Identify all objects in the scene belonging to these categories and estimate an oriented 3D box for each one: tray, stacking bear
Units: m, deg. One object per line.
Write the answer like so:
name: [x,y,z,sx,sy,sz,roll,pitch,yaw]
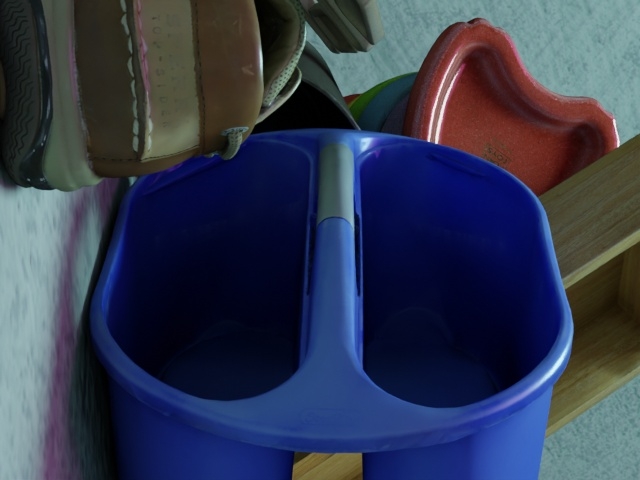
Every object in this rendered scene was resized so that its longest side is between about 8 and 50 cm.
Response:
tray: [0.086,0.101,1.095,0.076,0.411,0.203,48,-22,32]
stacking bear: [0.071,-0.063,1.250,0.164,0.175,0.289,-62,-156,-11]

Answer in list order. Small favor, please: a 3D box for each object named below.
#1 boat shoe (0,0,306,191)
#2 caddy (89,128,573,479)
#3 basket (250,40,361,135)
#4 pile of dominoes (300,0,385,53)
boat shoe: [-0.065,-0.088,0.728,0.324,0.120,0.122,-88,174,-75]
caddy: [0.005,0.041,0.840,0.341,0.241,0.179,-89,-179,-63]
basket: [-0.042,-0.060,1.103,0.227,0.154,0.204,-99,-179,-66]
pile of dominoes: [-0.041,-0.197,0.739,0.251,0.040,0.196,50,-2,-12]
